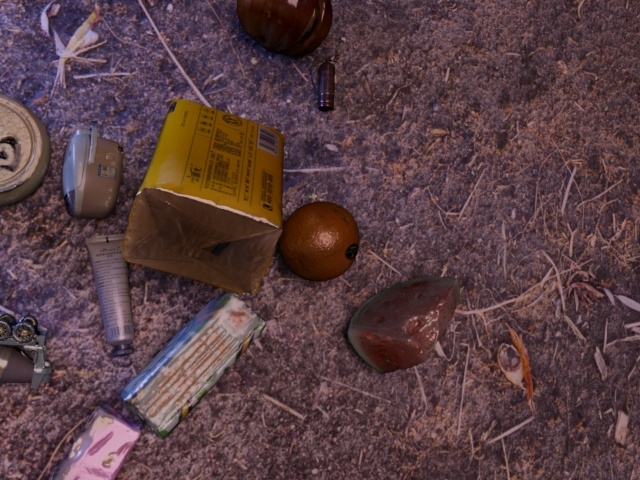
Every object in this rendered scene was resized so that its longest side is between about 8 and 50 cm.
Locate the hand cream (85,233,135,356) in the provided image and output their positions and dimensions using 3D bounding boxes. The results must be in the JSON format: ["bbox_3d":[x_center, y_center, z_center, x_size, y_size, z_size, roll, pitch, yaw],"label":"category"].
[{"bbox_3d":[-0.461,0.120,1.402,0.095,0.059,0.276,-7,77,-20],"label":"hand cream"}]

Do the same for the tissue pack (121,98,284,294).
[{"bbox_3d":[-0.233,-0.102,1.352,0.293,0.228,0.382,17,34,-15],"label":"tissue pack"}]

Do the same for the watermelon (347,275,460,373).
[{"bbox_3d":[0.230,0.219,1.552,0.318,0.226,0.148,-25,115,-11],"label":"watermelon"}]

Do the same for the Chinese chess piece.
[{"bbox_3d":[-0.715,-0.196,1.347,0.250,0.101,0.251,4,79,-20],"label":"Chinese chess piece"}]

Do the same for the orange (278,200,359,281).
[{"bbox_3d":[0.000,0.000,1.518,0.205,0.206,0.206,4,78,-19],"label":"orange"}]

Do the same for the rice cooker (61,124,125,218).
[{"bbox_3d":[-0.507,-0.147,1.391,0.127,0.145,0.207,14,71,-29],"label":"rice cooker"}]

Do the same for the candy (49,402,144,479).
[{"bbox_3d":[-0.476,0.470,1.268,0.115,0.155,0.265,31,70,-7],"label":"candy"}]

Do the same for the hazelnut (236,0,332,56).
[{"bbox_3d":[-0.097,-0.586,1.601,0.251,0.217,0.217,13,74,-40],"label":"hazelnut"}]

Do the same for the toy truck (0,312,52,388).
[{"bbox_3d":[-0.680,0.222,1.275,0.256,0.108,0.140,8,90,-21],"label":"toy truck"}]

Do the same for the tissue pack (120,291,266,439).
[{"bbox_3d":[-0.277,0.261,1.342,0.128,0.228,0.311,46,68,-7],"label":"tissue pack"}]

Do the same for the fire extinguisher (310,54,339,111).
[{"bbox_3d":[0.010,-0.428,1.688,0.078,0.045,0.157,2,79,3],"label":"fire extinguisher"}]
